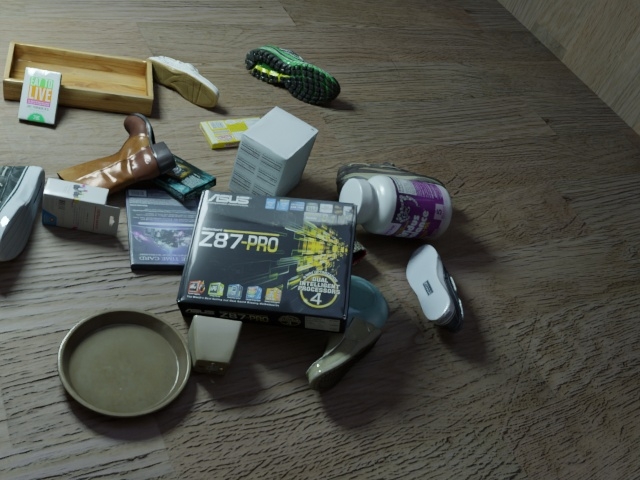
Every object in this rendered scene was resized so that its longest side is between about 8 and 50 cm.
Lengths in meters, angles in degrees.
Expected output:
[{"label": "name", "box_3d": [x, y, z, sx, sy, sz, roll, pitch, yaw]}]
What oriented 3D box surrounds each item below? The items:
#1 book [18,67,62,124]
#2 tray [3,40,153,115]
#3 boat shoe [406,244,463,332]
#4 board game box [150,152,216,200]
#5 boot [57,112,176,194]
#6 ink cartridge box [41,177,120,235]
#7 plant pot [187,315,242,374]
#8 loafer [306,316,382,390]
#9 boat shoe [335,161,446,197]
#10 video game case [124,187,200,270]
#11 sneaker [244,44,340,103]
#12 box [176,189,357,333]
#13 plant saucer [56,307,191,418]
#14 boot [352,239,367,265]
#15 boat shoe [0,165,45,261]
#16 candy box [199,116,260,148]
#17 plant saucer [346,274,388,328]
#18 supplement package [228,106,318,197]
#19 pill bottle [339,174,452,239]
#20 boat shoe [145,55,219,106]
[{"label": "book", "box_3d": [-0.783, -0.402, 1.996, 0.096, 0.035, 0.144, 8, 87, -15]}, {"label": "tray", "box_3d": [-0.715, -0.482, 2.137, 0.410, 0.076, 0.203, 3, 46, -19]}, {"label": "boat shoe", "box_3d": [0.319, 0.131, 1.940, 0.102, 0.108, 0.301, 40, 19, -30]}, {"label": "board game box", "box_3d": [-0.397, -0.178, 1.968, 0.186, 0.026, 0.126, 30, 41, 25]}, {"label": "boot", "box_3d": [-0.566, -0.216, 1.926, 0.280, 0.096, 0.264, -27, 59, -19]}, {"label": "ink cartridge box", "box_3d": [-0.584, -0.081, 1.759, 0.181, 0.104, 0.062, 11, 44, -14]}, {"label": "plant pot", "box_3d": [-0.240, 0.239, 1.587, 0.109, 0.109, 0.096, 10, 56, -14]}, {"label": "loafer", "box_3d": [0.042, 0.263, 1.688, 0.092, 0.102, 0.268, 38, 35, 18]}, {"label": "boat shoe", "box_3d": [0.216, -0.184, 2.187, 0.355, 0.132, 0.130, 6, 45, -20]}, {"label": "video game case", "box_3d": [-0.398, -0.032, 1.848, 0.196, 0.026, 0.274, 2, 47, -21]}, {"label": "sneaker", "box_3d": [-0.080, -0.594, 2.476, 0.343, 0.134, 0.146, 28, 42, 7]}, {"label": "box", "box_3d": [-0.117, 0.046, 1.720, 0.394, 0.097, 0.318, 6, 57, 3]}, {"label": "plant saucer", "box_3d": [-0.417, 0.263, 1.528, 0.277, 0.041, 0.278, 13, 43, -12]}, {"label": "boot", "box_3d": [0.001, -0.001, 1.935, 0.236, 0.085, 0.179, -13, 51, -42]}, {"label": "boat shoe", "box_3d": [-0.746, -0.066, 1.686, 0.119, 0.121, 0.335, 5, 34, -8]}, {"label": "candy box", "box_3d": [-0.260, -0.334, 2.213, 0.205, 0.027, 0.105, -10, 54, -31]}, {"label": "plant saucer", "box_3d": [0.091, 0.152, 1.861, 0.194, 0.037, 0.195, 12, 43, -11]}, {"label": "supplement package", "box_3d": [-0.136, -0.231, 2.030, 0.149, 0.203, 0.194, 31, 42, 9]}, {"label": "pill bottle", "box_3d": [0.211, -0.095, 2.041, 0.301, 0.169, 0.169, 6, 44, -28]}, {"label": "boat shoe", "box_3d": [-0.426, -0.522, 2.281, 0.277, 0.098, 0.096, 31, 44, 10]}]
